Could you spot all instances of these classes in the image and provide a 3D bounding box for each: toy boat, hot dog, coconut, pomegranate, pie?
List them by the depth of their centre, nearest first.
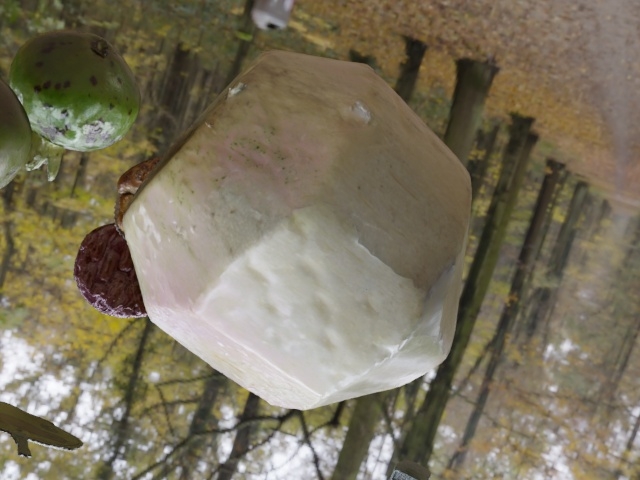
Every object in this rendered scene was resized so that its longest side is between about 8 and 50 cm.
[{"bbox_3d":[0.000,0.000,0.807,0.353,0.352,0.352,17,-172,-3],"label":"coconut"},{"bbox_3d":[-0.172,-0.063,0.993,0.191,0.108,0.059,-16,151,26],"label":"hot dog"},{"bbox_3d":[-0.466,-0.150,1.066,0.179,0.179,0.210,12,-133,-34],"label":"pomegranate"},{"bbox_3d":[-0.293,0.043,1.241,0.154,0.154,0.036,16,166,-16],"label":"pie"},{"bbox_3d":[0.118,0.478,1.331,0.078,0.260,0.085,21,-157,24],"label":"toy boat"},{"bbox_3d":[-0.411,-0.224,1.347,0.211,0.263,0.211,32,-154,-18],"label":"pomegranate"}]

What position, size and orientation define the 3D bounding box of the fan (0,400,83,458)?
[{"bbox_3d":[-0.471,0.289,1.285,0.230,0.011,0.335,27,171,-24],"label":"fan"}]
